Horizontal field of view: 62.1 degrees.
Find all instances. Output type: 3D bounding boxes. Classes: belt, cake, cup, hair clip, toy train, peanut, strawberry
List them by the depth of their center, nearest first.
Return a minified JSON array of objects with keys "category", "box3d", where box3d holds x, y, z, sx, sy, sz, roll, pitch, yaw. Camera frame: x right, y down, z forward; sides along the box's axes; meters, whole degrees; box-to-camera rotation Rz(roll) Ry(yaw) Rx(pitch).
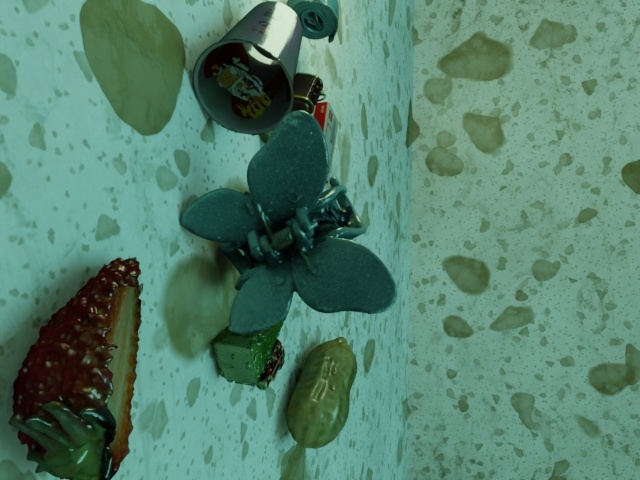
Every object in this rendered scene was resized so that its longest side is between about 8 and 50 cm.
[{"category":"strawberry","box3d":[-0.313,0.162,0.706,0.306,0.138,0.233,-104,-160,-51]},{"category":"hair clip","box3d":[-0.063,-0.001,1.064,0.392,0.318,0.238,63,5,1]},{"category":"cup","box3d":[-0.125,-0.376,1.101,0.288,0.203,0.203,-78,159,-45]},{"category":"cake","box3d":[-0.147,0.194,1.175,0.235,0.100,0.099,-64,150,-49]},{"category":"toy train","box3d":[-0.130,0.307,1.313,0.138,0.050,0.087,-62,151,-52]},{"category":"belt","box3d":[-0.019,-0.620,1.434,0.163,0.148,0.082,126,-30,-72]},{"category":"peanut","box3d":[0.016,0.437,1.564,0.387,0.170,0.192,-63,154,-52]}]

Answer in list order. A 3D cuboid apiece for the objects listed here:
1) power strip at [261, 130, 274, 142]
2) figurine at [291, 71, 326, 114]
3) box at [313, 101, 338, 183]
[{"category":"power strip","box3d":[-0.121,-0.311,1.325,0.076,0.028,0.169,48,44,-63]},{"category":"figurine","box3d":[-0.028,-0.416,1.487,0.082,0.098,0.154,66,34,-44]},{"category":"box","box3d":[0.006,-0.305,1.660,0.123,0.050,0.229,52,43,-61]}]
